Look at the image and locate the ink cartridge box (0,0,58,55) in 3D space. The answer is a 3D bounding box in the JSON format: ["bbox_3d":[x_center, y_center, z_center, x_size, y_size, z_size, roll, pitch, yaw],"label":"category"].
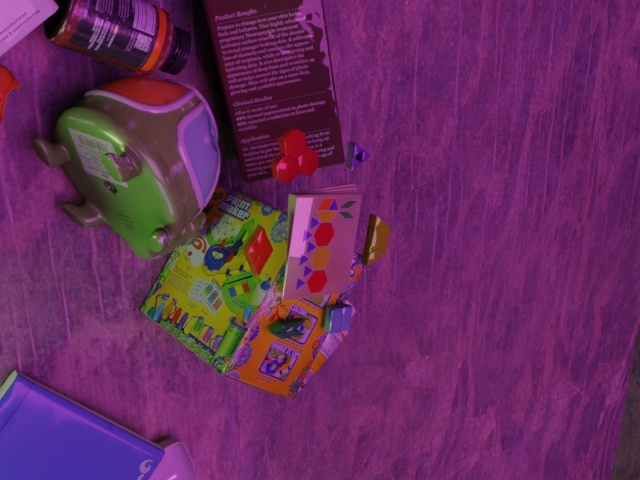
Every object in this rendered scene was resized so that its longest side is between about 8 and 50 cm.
[{"bbox_3d":[-0.485,-0.372,0.914,0.121,0.211,0.289,-46,129,-14],"label":"ink cartridge box"}]

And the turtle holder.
[{"bbox_3d":[-0.257,-0.108,1.192,0.227,0.243,0.320,-52,121,-34],"label":"turtle holder"}]

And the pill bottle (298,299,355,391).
[{"bbox_3d":[-0.024,0.204,1.592,0.215,0.117,0.117,-48,131,-15],"label":"pill bottle"}]

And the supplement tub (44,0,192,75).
[{"bbox_3d":[-0.288,-0.304,1.099,0.198,0.106,0.106,15,97,-40],"label":"supplement tub"}]

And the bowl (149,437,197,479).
[{"bbox_3d":[-0.323,0.464,1.490,0.142,0.053,0.142,-30,124,-29],"label":"bowl"}]

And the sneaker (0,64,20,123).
[{"bbox_3d":[-0.494,-0.171,1.088,0.175,0.064,0.067,-55,142,-5],"label":"sneaker"}]

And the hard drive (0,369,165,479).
[{"bbox_3d":[-0.456,0.389,1.319,0.319,0.040,0.210,40,80,-32],"label":"hard drive"}]

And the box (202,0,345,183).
[{"bbox_3d":[-0.084,-0.306,1.284,0.191,0.143,0.381,-12,120,-5],"label":"box"}]

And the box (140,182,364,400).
[{"bbox_3d":[-0.124,0.080,1.341,0.177,0.290,0.279,31,86,-43],"label":"box"}]

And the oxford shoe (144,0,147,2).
[{"bbox_3d":[-0.299,-0.365,1.171,0.076,0.076,0.212,-24,147,13],"label":"oxford shoe"}]

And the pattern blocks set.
[{"bbox_3d":[0.000,0.000,1.198,0.285,0.026,0.325,7,101,-42],"label":"pattern blocks set"}]
